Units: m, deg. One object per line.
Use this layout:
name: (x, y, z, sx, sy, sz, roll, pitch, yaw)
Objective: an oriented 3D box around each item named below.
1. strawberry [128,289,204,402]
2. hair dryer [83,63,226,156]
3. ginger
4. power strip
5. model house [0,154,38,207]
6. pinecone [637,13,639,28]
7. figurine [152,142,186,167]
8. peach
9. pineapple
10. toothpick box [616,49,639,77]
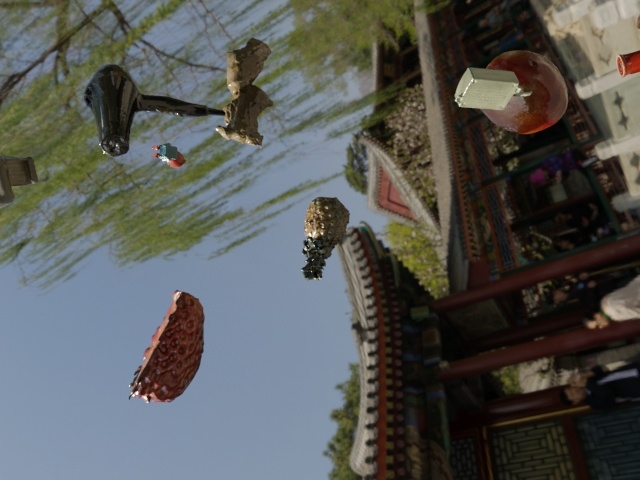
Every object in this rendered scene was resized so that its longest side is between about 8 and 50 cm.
strawberry: (-0.370, 0.284, 1.365, 0.150, 0.253, 0.280, 27, -106, -14)
hair dryer: (-0.343, -0.290, 1.207, 0.359, 0.120, 0.304, 0, -139, -26)
ginger: (-0.163, -0.351, 1.210, 0.084, 0.122, 0.290, 121, 154, -68)
power strip: (0.366, -0.314, 1.104, 0.075, 0.175, 0.042, 109, 158, -51)
model house: (-0.735, -0.145, 1.146, 0.188, 0.229, 0.122, -86, 5, -72)
pinecone: (0.356, -0.197, 0.365, 0.264, 0.264, 0.264, 44, -146, -41)
figurine: (-0.560, -0.318, 1.988, 0.140, 0.075, 0.068, 23, -115, -65)
peach: (0.544, -0.398, 1.414, 0.243, 0.243, 0.200, 32, -98, -52)
pineapple: (0.000, 0.000, 1.209, 0.108, 0.108, 0.198, 32, -110, -52)
toothpick box: (0.632, -0.355, 1.038, 0.047, 0.083, 0.047, -14, -90, -72)
